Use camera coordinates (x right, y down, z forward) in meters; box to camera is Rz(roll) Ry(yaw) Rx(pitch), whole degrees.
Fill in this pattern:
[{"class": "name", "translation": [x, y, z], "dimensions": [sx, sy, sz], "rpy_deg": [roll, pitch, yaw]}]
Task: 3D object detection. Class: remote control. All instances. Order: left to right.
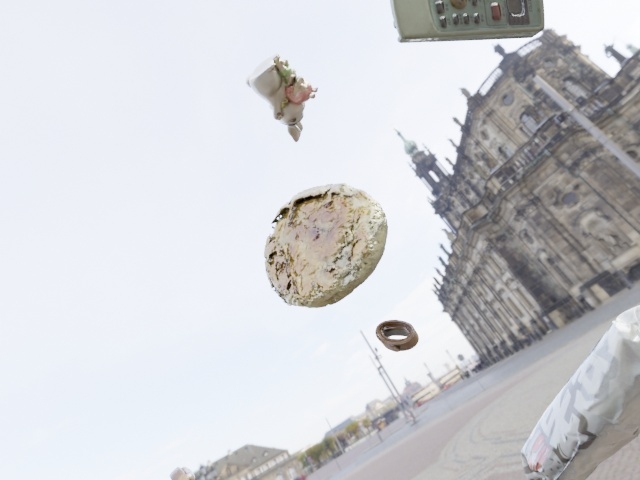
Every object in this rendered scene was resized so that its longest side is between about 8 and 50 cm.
[{"class": "remote control", "translation": [0.246, -0.399, 0.690], "dimensions": [0.285, 0.124, 0.038], "rpy_deg": [-8, 0, -15]}]

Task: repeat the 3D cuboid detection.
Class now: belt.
[{"class": "belt", "translation": [0.152, 0.191, 0.818], "dimensions": [0.083, 0.059, 0.036], "rpy_deg": [-2, -39, 34]}]

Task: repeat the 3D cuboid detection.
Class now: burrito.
[{"class": "burrito", "translation": [0.405, 0.267, 0.615], "dimensions": [0.138, 0.101, 0.446], "rpy_deg": [-3, -55, -25]}]

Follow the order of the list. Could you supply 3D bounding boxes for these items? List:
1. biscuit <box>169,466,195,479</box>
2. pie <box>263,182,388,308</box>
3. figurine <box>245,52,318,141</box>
[{"class": "biscuit", "translation": [-0.133, 0.400, 0.565], "dimensions": [0.031, 0.205, 0.138], "rpy_deg": [-35, 16, -33]}, {"class": "pie", "translation": [0.000, 0.000, 0.780], "dimensions": [0.274, 0.274, 0.055], "rpy_deg": [-37, -41, 12]}, {"class": "figurine", "translation": [-0.055, -0.246, 0.728], "dimensions": [0.146, 0.098, 0.081], "rpy_deg": [46, -117, -32]}]
